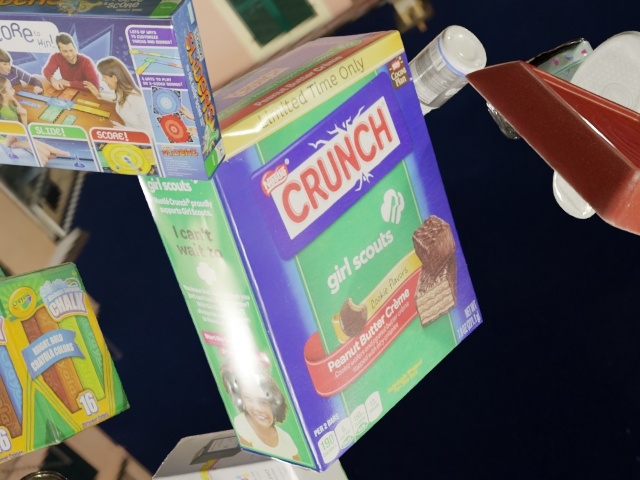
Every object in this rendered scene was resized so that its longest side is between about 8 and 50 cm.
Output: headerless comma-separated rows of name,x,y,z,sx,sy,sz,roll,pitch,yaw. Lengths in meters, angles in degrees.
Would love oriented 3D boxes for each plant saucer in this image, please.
plant saucer,0.300,-0.082,1.055,0.048,0.259,0.258,-58,-140,23

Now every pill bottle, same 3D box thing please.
pill bottle,0.165,-0.236,1.533,0.137,0.078,0.078,-39,-156,48

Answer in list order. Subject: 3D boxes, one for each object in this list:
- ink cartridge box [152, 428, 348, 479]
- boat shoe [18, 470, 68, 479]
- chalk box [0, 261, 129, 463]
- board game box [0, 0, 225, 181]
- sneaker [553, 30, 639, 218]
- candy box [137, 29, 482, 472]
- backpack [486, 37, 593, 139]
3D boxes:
ink cartridge box,-0.078,0.316,1.334,0.212,0.154,0.093,-14,-160,32
boat shoe,-0.259,0.411,1.296,0.355,0.132,0.130,51,-59,27
chalk box,-0.421,0.140,1.471,0.179,0.289,0.180,-21,180,24
board game box,-0.178,-0.114,0.789,0.201,0.136,0.035,6,-139,18
sneaker,0.406,-0.175,1.455,0.104,0.296,0.147,37,-127,27
candy box,0.000,0.000,0.991,0.122,0.317,0.268,1,-152,44
backpack,0.358,-0.235,1.692,0.182,0.115,0.152,-30,178,5
